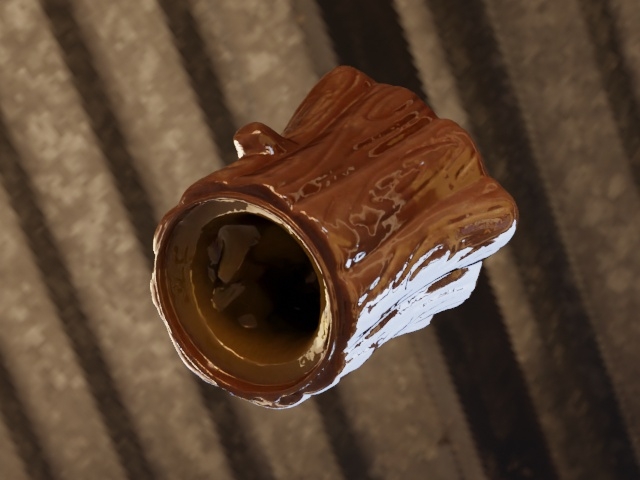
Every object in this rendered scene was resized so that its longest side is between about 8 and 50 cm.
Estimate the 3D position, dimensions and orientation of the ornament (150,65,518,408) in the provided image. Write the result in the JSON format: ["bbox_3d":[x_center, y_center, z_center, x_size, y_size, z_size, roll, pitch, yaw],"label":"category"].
[{"bbox_3d":[0.000,0.000,1.413,0.235,0.217,0.221,-4,-73,33],"label":"ornament"}]
